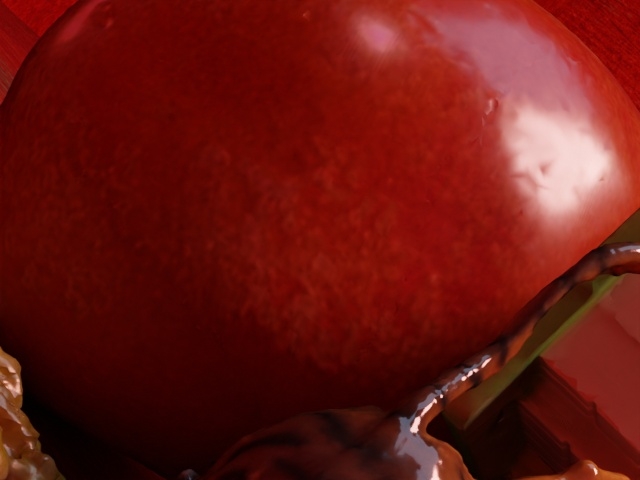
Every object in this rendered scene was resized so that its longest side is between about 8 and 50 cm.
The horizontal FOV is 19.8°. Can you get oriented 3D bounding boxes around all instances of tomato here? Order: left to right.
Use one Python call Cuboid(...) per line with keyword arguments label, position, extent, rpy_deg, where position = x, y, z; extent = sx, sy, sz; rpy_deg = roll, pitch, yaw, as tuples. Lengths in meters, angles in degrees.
Cuboid(label="tomato", position=(0.000, 0.000, 0.863), extent=(0.290, 0.293, 0.325), rpy_deg=(40, -9, 23))

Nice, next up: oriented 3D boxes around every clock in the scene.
Cuboid(label="clock", position=(0.172, 0.125, 0.641), extent=(0.255, 0.106, 0.220), rpy_deg=(45, -4, 16))

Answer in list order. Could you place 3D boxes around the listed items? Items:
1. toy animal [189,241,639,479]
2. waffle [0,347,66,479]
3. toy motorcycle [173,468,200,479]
Cuboid(label="toy animal", position=(0.002, 0.079, 0.479), extent=(0.114, 0.255, 0.116), rpy_deg=(32, -21, 20))
Cuboid(label="waffle", position=(-0.192, -0.013, 0.624), extent=(0.291, 0.051, 0.291), rpy_deg=(48, 1, -2))
Cuboid(label="toy motorcycle", position=(0.009, 0.154, 0.660), extent=(0.205, 0.127, 0.275), rpy_deg=(45, 8, -8))
